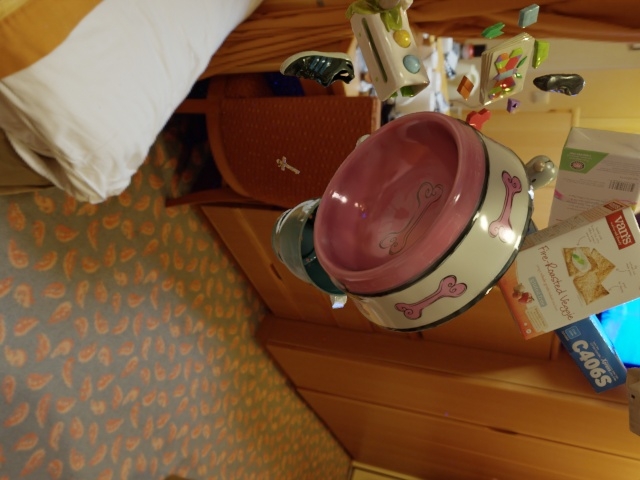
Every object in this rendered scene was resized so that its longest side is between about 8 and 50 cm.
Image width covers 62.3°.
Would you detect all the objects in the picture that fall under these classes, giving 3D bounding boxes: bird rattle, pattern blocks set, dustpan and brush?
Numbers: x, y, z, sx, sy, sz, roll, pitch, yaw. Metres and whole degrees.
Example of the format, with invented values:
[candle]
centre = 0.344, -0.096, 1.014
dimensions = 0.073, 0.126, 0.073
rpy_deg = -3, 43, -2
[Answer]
[bird rattle]
centre = 0.165, -0.603, 1.175
dimensions = 0.207, 0.143, 0.253
rpy_deg = -131, -123, -74
[pattern blocks set]
centre = 0.501, -0.458, 1.441
dimensions = 0.026, 0.286, 0.324
rpy_deg = 57, -1, 37
[dustpan and brush]
centre = 0.063, 0.122, 1.817
dimensions = 0.147, 0.061, 0.210
rpy_deg = 15, 60, -72

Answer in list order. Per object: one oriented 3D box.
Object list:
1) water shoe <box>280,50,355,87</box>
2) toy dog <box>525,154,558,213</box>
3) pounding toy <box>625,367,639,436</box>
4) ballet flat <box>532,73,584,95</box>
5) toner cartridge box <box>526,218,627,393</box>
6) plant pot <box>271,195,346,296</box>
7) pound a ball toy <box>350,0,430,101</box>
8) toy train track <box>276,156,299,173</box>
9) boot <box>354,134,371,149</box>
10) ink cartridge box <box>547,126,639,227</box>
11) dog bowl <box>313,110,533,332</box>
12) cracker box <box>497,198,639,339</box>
[water shoe]
centre = -0.001, -0.441, 1.374
dimensions = 0.073, 0.203, 0.080
rpy_deg = 131, -56, -65
[toy dog]
centre = 0.385, -0.093, 1.238
dimensions = 0.333, 0.220, 0.161
rpy_deg = -57, 156, 4
[pounding toy]
centre = 0.559, 0.232, 0.812
dimensions = 0.181, 0.206, 0.094
rpy_deg = -17, 109, -17
[ballet flat]
centre = 0.630, -0.414, 1.385
dimensions = 0.173, 0.049, 0.057
rpy_deg = -3, 119, -30
[toner cartridge box]
centre = 0.506, 0.131, 1.103
dimensions = 0.347, 0.075, 0.165
rpy_deg = 53, 23, -11
[plant pot]
centre = 0.000, 0.000, 1.462
dimensions = 0.272, 0.255, 0.271
rpy_deg = -3, 96, -30
[pound a ball toy]
centre = 0.234, -0.583, 1.537
dimensions = 0.208, 0.136, 0.318
rpy_deg = -15, 83, -29
[toy train track]
centre = -0.100, -0.220, 1.582
dimensions = 0.014, 0.083, 0.048
rpy_deg = -38, 151, -41
[boot]
centre = 0.176, -0.173, 1.516
dimensions = 0.095, 0.258, 0.123
rpy_deg = -17, 154, -27
[ink cartridge box]
centre = 0.760, -0.124, 1.466
dimensions = 0.119, 0.207, 0.353
rpy_deg = -55, 148, -38
[dog bowl]
centre = 0.154, -0.052, 0.954
dimensions = 0.150, 0.408, 0.407
rpy_deg = 34, 61, -34
[cracker box]
centre = 0.421, 0.051, 0.893
dimensions = 0.155, 0.233, 0.067
rpy_deg = 62, 13, -11
